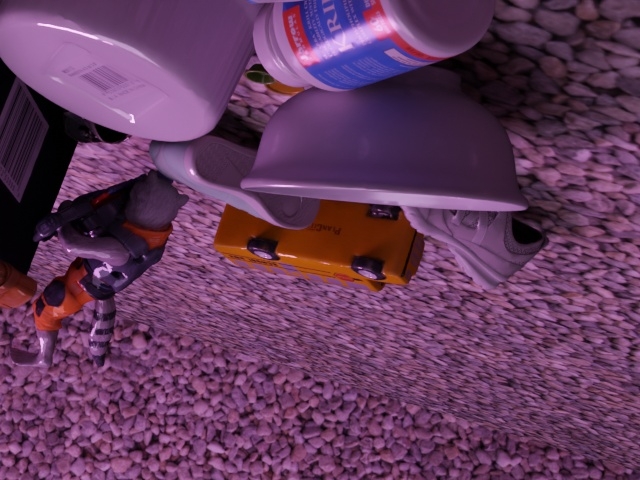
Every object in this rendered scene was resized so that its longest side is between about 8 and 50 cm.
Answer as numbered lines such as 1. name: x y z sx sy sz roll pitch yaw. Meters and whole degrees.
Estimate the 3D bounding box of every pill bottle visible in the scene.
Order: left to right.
1. pill bottle: 0.035 -0.199 0.905 0.124 0.124 0.221 29 159 -29

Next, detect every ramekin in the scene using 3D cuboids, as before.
1. ramekin: -0.204 -0.217 1.084 0.277 0.135 0.277 17 163 5

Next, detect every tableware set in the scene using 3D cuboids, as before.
1. tableware set: -0.013 -0.165 1.181 0.104 0.024 0.154 2 165 32

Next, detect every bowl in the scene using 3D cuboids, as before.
1. bowl: 0.069 -0.107 1.066 0.297 0.134 0.298 4 -179 0

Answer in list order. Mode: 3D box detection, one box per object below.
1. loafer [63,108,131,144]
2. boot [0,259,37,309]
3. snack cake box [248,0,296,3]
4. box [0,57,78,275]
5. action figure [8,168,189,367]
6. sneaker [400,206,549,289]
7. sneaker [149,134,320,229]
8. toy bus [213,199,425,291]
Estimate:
1. loafer: -0.270 -0.167 1.335 0.096 0.084 0.267 29 151 -30
2. boot: -0.455 0.044 1.279 0.152 0.073 0.197 27 164 -39
3. snack cake box: -0.004 -0.268 0.499 0.089 0.264 0.152 5 158 39
4. box: -0.604 -0.189 1.309 0.471 0.297 0.480 15 163 3
5. action figure: -0.296 0.020 1.542 0.178 0.341 0.330 44 122 5
6. sneaker: 0.183 -0.052 1.304 0.115 0.105 0.281 -32 132 24
7. sneaker: -0.121 -0.096 1.465 0.256 0.094 0.151 25 176 -42
8. toy bus: 0.000 0.000 1.575 0.332 0.108 0.130 10 161 28
